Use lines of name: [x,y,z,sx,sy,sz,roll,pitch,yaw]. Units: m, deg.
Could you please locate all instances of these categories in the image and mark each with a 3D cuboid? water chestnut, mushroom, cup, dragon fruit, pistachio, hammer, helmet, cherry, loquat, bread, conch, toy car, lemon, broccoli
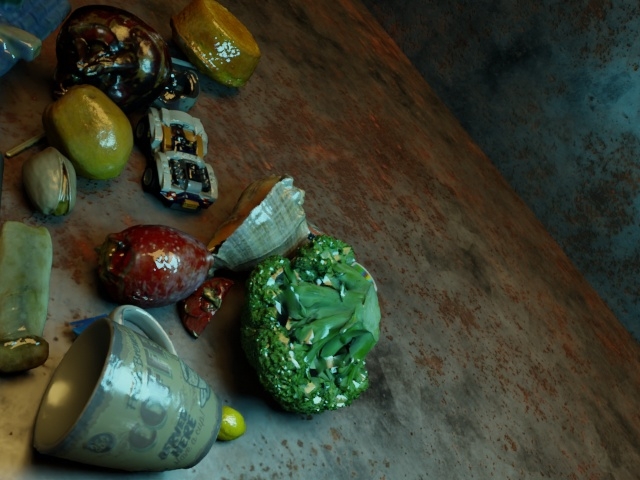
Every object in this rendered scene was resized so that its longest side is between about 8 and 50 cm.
water chestnut: [-0.506,-0.422,1.443,0.289,0.289,0.244,23,56,-27]
mushroom: [-0.540,0.097,1.070,0.100,0.081,0.312,17,39,-37]
cup: [-0.313,0.257,1.035,0.257,0.227,0.301,36,29,-33]
dragon fruit: [-0.249,0.120,1.303,0.083,0.106,0.162,38,39,-6]
pistachio: [-0.558,-0.119,1.238,0.113,0.113,0.149,-9,66,-48]
hammer: [-0.629,-0.238,1.338,0.028,0.060,0.195,40,40,-6]
helmet: [-0.428,-0.407,1.657,0.177,0.107,0.153,11,49,-9]
cherry: [-0.328,0.049,1.224,0.249,0.192,0.175,-4,82,-40]
loquat: [-0.515,-0.244,1.324,0.176,0.187,0.234,-42,110,-49]
bread: [-0.331,-0.629,1.884,0.312,0.172,0.312,40,20,-18]
conch: [-0.129,-0.019,1.434,0.210,0.297,0.352,33,60,-7]
toy car: [-0.355,-0.204,1.518,0.193,0.118,0.301,11,48,-40]
lemon: [-0.186,0.356,1.162,0.092,0.065,0.065,36,36,-26]
broccoli: [-0.022,0.191,1.299,0.310,0.321,0.413,17,37,12]

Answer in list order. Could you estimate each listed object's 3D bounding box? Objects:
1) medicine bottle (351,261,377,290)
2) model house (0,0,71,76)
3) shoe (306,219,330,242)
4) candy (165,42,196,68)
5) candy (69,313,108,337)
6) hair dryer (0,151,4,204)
medicine bottle: [0.060,0.139,1.604,0.115,0.078,0.219,52,37,7]
model house: [-0.713,-0.579,1.221,0.400,0.445,0.395,26,41,-8]
shoe: [0.001,0.001,1.695,0.194,0.074,0.077,32,32,-13]
candy: [-0.483,-0.545,1.763,0.365,0.124,0.124,-6,58,-56]
candy: [-0.411,0.206,1.121,0.136,0.038,0.088,61,25,11]
hair dryer: [-0.729,-0.097,1.099,0.248,0.078,0.196,5,51,-29]
